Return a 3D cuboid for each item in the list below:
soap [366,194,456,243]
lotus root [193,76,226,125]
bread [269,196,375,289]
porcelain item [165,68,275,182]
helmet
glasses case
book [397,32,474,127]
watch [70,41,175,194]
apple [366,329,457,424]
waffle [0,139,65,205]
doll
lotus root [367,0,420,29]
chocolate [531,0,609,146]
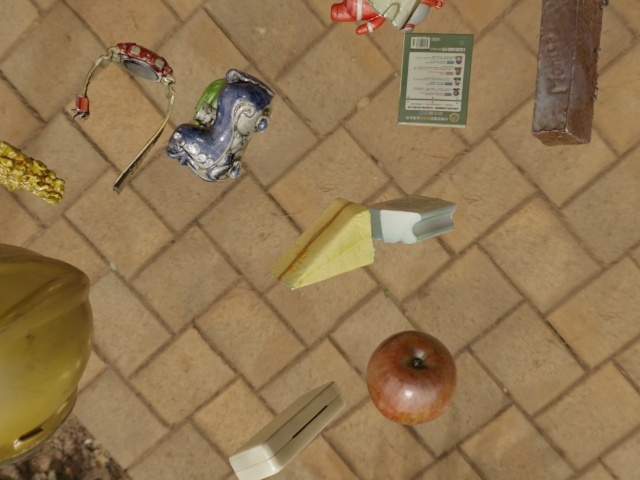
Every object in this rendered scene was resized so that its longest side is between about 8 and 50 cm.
[{"bbox_3d":[0.266,-0.067,1.641,0.172,0.289,0.095,16,111,39],"label":"soap"},{"bbox_3d":[-0.265,-0.398,1.552,0.186,0.186,0.186,1,97,6],"label":"lotus root"},{"bbox_3d":[-0.003,0.002,1.426,0.263,0.167,0.163,-17,111,-27],"label":"bread"},{"bbox_3d":[-0.242,-0.282,1.335,0.186,0.138,0.288,28,113,-21],"label":"porcelain item"},{"bbox_3d":[-0.281,0.076,0.496,0.140,0.257,0.205,-41,83,8],"label":"helmet"},{"bbox_3d":[-0.066,0.435,1.258,0.131,0.312,0.070,-34,84,33],"label":"glasses case"},{"bbox_3d":[0.335,-0.468,1.591,0.201,0.027,0.265,4,94,7],"label":"book"},{"bbox_3d":[-0.380,-0.241,1.032,0.164,0.102,0.269,32,77,-20],"label":"watch"},{"bbox_3d":[0.188,0.280,1.124,0.188,0.174,0.188,1,54,-1],"label":"apple"},{"bbox_3d":[-0.684,-0.149,1.248,0.192,0.197,0.070,6,63,40],"label":"waffle"},{"bbox_3d":[0.198,-0.709,1.611,0.335,0.105,0.200,1,100,1],"label":"doll"},{"bbox_3d":[0.114,-0.556,1.114,0.234,0.138,0.119,33,126,-18],"label":"lotus root"},{"bbox_3d":[0.518,-0.369,1.156,0.111,0.111,0.322,7,91,48],"label":"chocolate"}]
